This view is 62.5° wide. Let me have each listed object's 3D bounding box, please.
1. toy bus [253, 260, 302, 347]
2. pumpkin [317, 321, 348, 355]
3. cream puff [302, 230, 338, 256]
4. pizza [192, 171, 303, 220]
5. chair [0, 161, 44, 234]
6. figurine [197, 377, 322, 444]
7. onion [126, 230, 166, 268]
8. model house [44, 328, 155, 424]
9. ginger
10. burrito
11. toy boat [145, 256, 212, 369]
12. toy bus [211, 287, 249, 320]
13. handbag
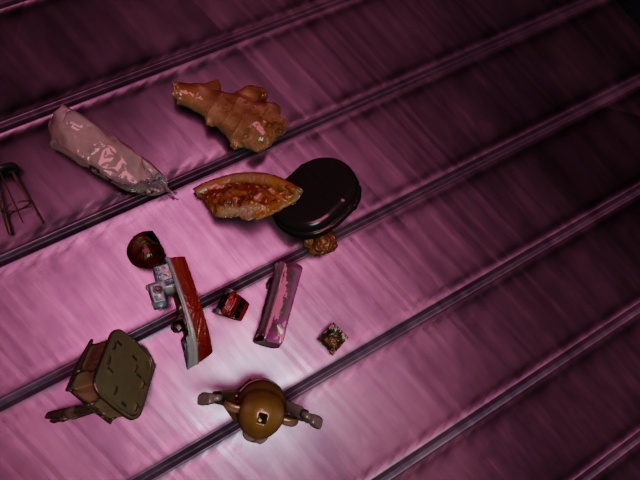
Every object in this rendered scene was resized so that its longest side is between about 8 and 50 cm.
[{"bbox_3d":[-0.134,0.202,1.666,0.090,0.112,0.274,18,77,-16],"label":"toy bus"},{"bbox_3d":[0.040,0.319,1.710,0.074,0.054,0.083,43,80,2],"label":"pumpkin"},{"bbox_3d":[0.000,0.000,1.731,0.116,0.122,0.094,-19,93,-53],"label":"cream puff"},{"bbox_3d":[-0.236,-0.140,1.652,0.365,0.074,0.182,6,50,17],"label":"pizza"},{"bbox_3d":[-0.917,-0.139,1.561,0.104,0.095,0.222,-24,86,-26],"label":"chair"},{"bbox_3d":[-0.176,0.484,1.518,0.342,0.285,0.167,-6,80,-15],"label":"figurine"},{"bbox_3d":[-0.535,0.033,1.611,0.118,0.119,0.117,-40,60,-15],"label":"onion"},{"bbox_3d":[-0.663,0.410,1.520,0.278,0.218,0.205,-17,128,16],"label":"model house"},{"bbox_3d":[-0.283,-0.445,1.715,0.375,0.166,0.236,40,84,-9],"label":"ginger"},{"bbox_3d":[-0.648,-0.250,1.634,0.445,0.101,0.139,34,72,-5],"label":"burrito"},{"bbox_3d":[-0.426,0.219,1.577,0.133,0.145,0.332,-17,82,-24],"label":"toy boat"},{"bbox_3d":[-0.267,0.200,1.590,0.089,0.195,0.081,28,76,-9],"label":"toy bus"},{"bbox_3d":[-0.013,-0.139,1.703,0.253,0.093,0.308,37,72,29],"label":"handbag"}]
